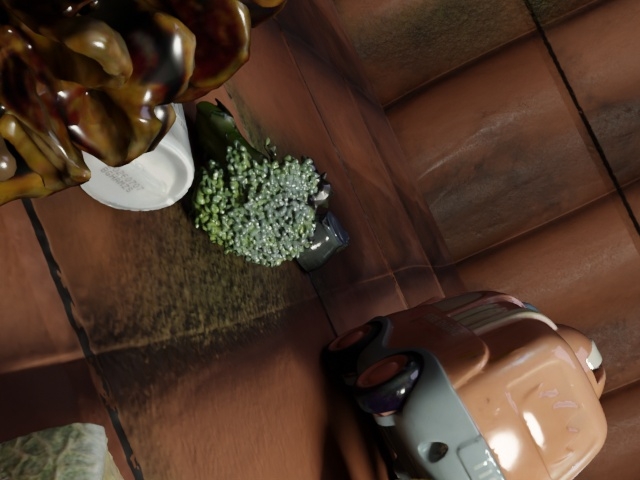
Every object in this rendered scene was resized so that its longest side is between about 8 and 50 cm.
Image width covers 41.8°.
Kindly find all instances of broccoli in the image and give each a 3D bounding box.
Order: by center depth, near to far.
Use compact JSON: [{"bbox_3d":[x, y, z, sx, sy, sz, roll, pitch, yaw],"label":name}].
[{"bbox_3d":[-0.072,-0.062,0.747,0.122,0.118,0.204,13,28,-34],"label":"broccoli"}]

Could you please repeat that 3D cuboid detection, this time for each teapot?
[{"bbox_3d":[0.000,0.000,0.954,0.088,0.057,0.066,39,30,-60],"label":"teapot"}]

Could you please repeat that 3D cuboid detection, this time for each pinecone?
[{"bbox_3d":[-0.131,-0.144,0.384,0.244,0.244,0.309,57,27,-29],"label":"pinecone"}]

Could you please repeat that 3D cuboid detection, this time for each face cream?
[{"bbox_3d":[-0.151,-0.149,0.620,0.107,0.073,0.269,53,17,-55],"label":"face cream"}]

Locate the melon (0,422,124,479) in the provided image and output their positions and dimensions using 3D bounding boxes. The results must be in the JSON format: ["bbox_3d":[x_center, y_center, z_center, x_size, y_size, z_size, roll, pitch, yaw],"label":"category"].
[{"bbox_3d":[-0.099,0.171,0.332,0.098,0.054,0.182,72,4,-46],"label":"melon"}]

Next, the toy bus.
[{"bbox_3d":[0.150,0.149,0.823,0.194,0.232,0.288,59,-4,-10],"label":"toy bus"}]

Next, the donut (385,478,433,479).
[{"bbox_3d":[0.093,0.327,0.662,0.259,0.101,0.152,65,19,-15],"label":"donut"}]
